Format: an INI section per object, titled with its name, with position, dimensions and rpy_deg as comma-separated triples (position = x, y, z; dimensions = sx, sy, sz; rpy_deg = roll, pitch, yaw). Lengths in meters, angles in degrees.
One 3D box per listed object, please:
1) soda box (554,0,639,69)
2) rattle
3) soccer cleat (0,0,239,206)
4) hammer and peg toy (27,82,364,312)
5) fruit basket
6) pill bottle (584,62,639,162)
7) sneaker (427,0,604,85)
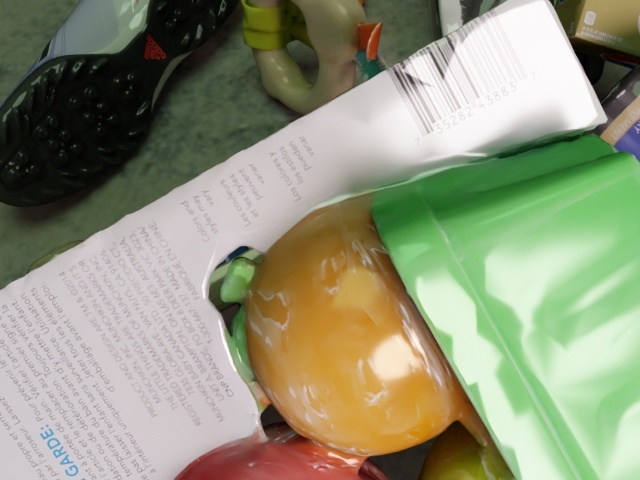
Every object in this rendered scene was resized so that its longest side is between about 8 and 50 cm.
[soda box]
position = 0.265, -0.150, 0.782
dimensions = 0.181, 0.061, 0.058
rpy_deg = 14, 95, -11
[rattle]
position = 0.036, -0.168, 0.854
dimensions = 0.143, 0.130, 0.200
rpy_deg = -7, 6, -34
[soccer cleat]
position = -0.192, -0.156, 0.928
dimensions = 0.116, 0.108, 0.318
rpy_deg = 11, 58, 45
[hammer and peg toy]
position = 0.000, 0.000, 0.684
dimensions = 0.361, 0.266, 0.127
rpy_deg = -30, 89, -10
[fruit basket]
position = 0.021, 0.107, 0.514
dimensions = 0.353, 0.327, 0.165
rpy_deg = -29, 12, 12
[pill bottle]
position = 0.278, -0.017, 0.694
dimensions = 0.123, 0.123, 0.219
rpy_deg = -35, 68, -13
[sneaker]
position = 0.160, -0.243, 0.871
dimensions = 0.147, 0.104, 0.295
rpy_deg = -6, 80, 1
